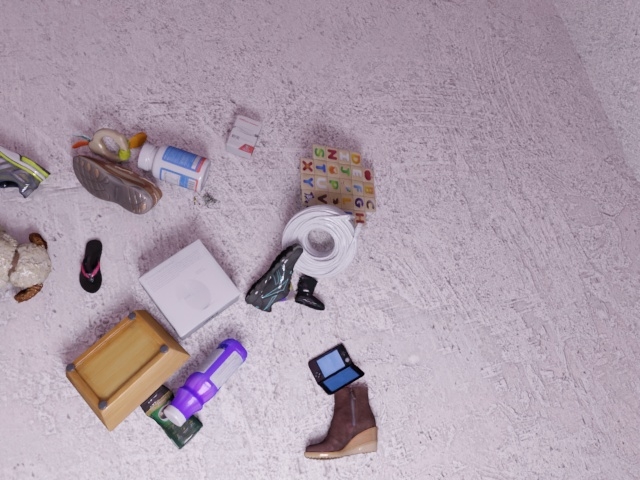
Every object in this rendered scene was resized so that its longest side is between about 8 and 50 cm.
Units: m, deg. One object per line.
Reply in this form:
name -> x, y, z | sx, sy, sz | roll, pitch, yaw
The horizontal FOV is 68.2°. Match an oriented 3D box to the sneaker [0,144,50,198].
sneaker -> -1.035, -0.239, 1.505 | 0.300, 0.111, 0.121 | 24, 72, -3

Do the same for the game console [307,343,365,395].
game console -> 0.051, 0.422, 1.557 | 0.144, 0.085, 0.124 | -24, 79, -20

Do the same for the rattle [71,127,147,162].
rattle -> -0.734, -0.354, 1.636 | 0.200, 0.130, 0.142 | 6, 57, 16

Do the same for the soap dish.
soap dish -> -0.567, 0.361, 1.378 | 0.229, 0.118, 0.291 | 38, 67, 23

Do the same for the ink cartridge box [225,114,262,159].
ink cartridge box -> -0.284, -0.384, 1.760 | 0.099, 0.056, 0.135 | 20, 69, -7

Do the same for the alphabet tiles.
alphabet tiles -> 0.071, -0.199, 1.726 | 0.342, 0.011, 0.285 | 3, 80, -36

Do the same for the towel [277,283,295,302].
towel -> -0.131, 0.181, 1.634 | 0.083, 0.009, 0.060 | -12, 76, -17

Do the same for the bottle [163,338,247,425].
bottle -> -0.341, 0.419, 1.412 | 0.092, 0.118, 0.283 | 49, 50, -7

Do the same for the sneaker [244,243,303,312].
sneaker -> -0.136, 0.125, 1.578 | 0.106, 0.101, 0.267 | 39, 101, -11

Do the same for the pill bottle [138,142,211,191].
pill bottle -> -0.502, -0.257, 1.629 | 0.221, 0.124, 0.124 | 19, 69, -7

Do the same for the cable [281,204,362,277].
cable -> 0.000, 0.000, 1.613 | 0.257, 0.089, 0.257 | 13, 114, 2

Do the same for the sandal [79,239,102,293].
sandal -> -0.731, 0.079, 1.505 | 0.067, 0.040, 0.179 | 0, 72, -14

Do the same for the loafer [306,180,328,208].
loafer -> 0.022, -0.200, 1.751 | 0.095, 0.109, 0.302 | 20, 66, -11

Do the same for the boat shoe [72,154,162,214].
boat shoe -> -0.678, -0.194, 1.583 | 0.324, 0.123, 0.116 | 30, 34, 7

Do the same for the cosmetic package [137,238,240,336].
cosmetic package -> -0.413, 0.157, 1.504 | 0.224, 0.138, 0.224 | -36, 85, -21

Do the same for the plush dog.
plush dog -> -0.925, 0.061, 1.402 | 0.225, 0.210, 0.262 | 14, 69, -37

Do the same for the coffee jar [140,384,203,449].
coffee jar -> -0.444, 0.521, 1.407 | 0.184, 0.079, 0.096 | 46, 67, 3

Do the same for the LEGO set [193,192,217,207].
LEGO set -> -0.406, -0.142, 1.667 | 0.083, 0.023, 0.054 | -18, 77, -19

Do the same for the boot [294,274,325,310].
boot -> -0.030, 0.182, 1.643 | 0.121, 0.045, 0.099 | 21, 62, -10

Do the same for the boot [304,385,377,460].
boot -> 0.057, 0.586, 1.521 | 0.248, 0.090, 0.207 | -3, 61, -13
